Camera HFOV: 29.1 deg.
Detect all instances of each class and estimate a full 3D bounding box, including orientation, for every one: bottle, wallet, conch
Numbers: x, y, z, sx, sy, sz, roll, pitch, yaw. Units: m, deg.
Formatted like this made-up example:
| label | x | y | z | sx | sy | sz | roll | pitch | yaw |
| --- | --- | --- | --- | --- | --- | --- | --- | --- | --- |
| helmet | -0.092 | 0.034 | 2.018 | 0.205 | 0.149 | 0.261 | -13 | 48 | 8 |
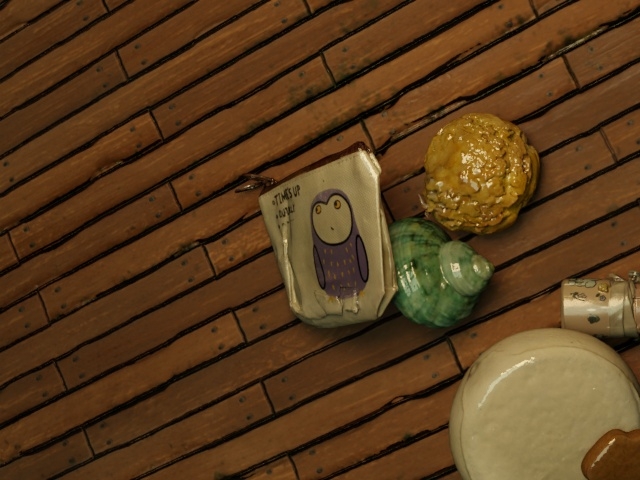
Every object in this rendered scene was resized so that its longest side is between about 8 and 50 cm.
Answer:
| label | x | y | z | sx | sy | sz | roll | pitch | yaw |
| --- | --- | --- | --- | --- | --- | --- | --- | --- | --- |
| bottle | 0.425 | 0.096 | 1.775 | 0.152 | 0.099 | 0.099 | -3 | 88 | 17 |
| wallet | 0.002 | -0.002 | 1.883 | 0.335 | 0.068 | 0.275 | -17 | 89 | 55 |
| conch | 0.166 | 0.044 | 1.857 | 0.188 | 0.122 | 0.176 | 17 | 57 | 11 |

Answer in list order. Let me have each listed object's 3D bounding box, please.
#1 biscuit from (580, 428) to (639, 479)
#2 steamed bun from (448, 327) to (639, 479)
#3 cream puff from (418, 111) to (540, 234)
| label | x | y | z | sx | sy | sz | roll | pitch | yaw |
| --- | --- | --- | --- | --- | --- | --- | --- | --- | --- |
| biscuit | 0.479 | 0.357 | 1.682 | 0.295 | 0.044 | 0.186 | 30 | 101 | -20 |
| steamed bun | 0.318 | 0.255 | 1.751 | 0.283 | 0.177 | 0.283 | 0 | 102 | 0 |
| cream puff | 0.229 | -0.098 | 1.832 | 0.189 | 0.129 | 0.189 | -2 | 85 | 22 |
